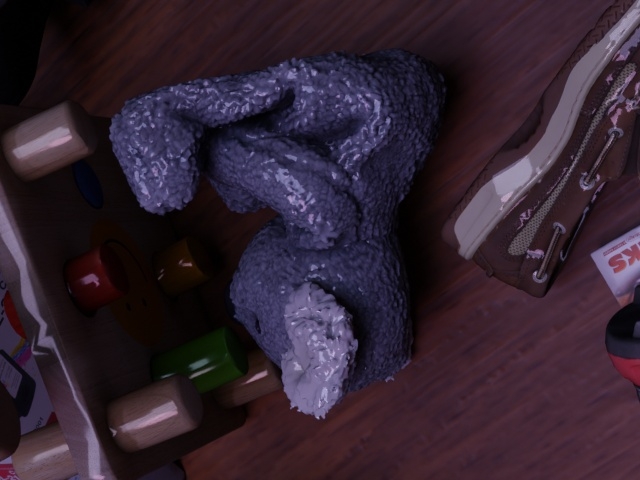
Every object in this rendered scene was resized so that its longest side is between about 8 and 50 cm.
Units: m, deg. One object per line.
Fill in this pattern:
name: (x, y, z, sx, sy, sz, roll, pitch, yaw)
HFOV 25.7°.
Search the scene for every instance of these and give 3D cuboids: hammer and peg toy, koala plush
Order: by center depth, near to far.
hammer and peg toy: (-0.157, 0.026, 0.908, 0.127, 0.361, 0.266, -23, 85, 15)
koala plush: (0.000, 0.000, 0.921, 0.203, 0.196, 0.221, -12, 87, 17)

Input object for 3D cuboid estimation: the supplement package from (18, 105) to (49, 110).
supplement package: (-0.296, -0.056, 1.113, 0.179, 0.105, 0.105, 8, 100, 28)

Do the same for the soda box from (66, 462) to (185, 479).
soda box: (-0.187, 0.274, 1.011, 0.091, 0.098, 0.286, -13, 48, 28)

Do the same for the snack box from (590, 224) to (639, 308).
snack box: (0.259, -0.008, 0.871, 0.178, 0.022, 0.064, -33, 80, 28)

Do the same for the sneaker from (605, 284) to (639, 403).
sneaker: (0.313, 0.075, 0.815, 0.276, 0.097, 0.135, -12, 106, 20)

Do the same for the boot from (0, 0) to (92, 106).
boot: (-0.327, -0.202, 1.049, 0.280, 0.096, 0.264, 23, 69, 22)

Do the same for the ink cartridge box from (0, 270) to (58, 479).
ink cartridge box: (-0.240, 0.083, 1.013, 0.072, 0.175, 0.127, -4, 50, 33)

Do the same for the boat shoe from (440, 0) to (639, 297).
boat shoe: (0.184, -0.069, 0.871, 0.095, 0.095, 0.257, 41, 123, 9)
